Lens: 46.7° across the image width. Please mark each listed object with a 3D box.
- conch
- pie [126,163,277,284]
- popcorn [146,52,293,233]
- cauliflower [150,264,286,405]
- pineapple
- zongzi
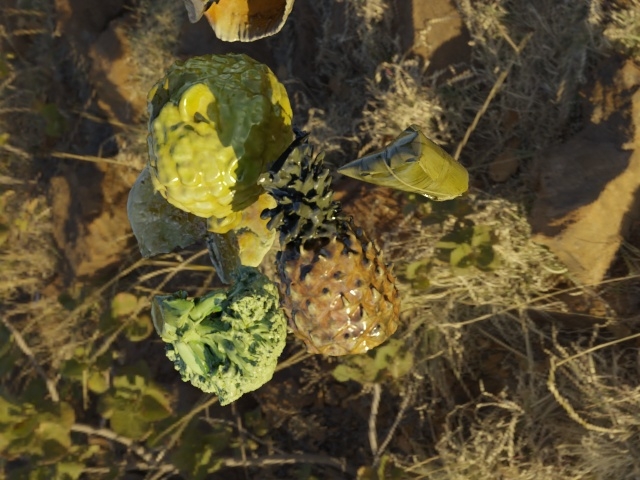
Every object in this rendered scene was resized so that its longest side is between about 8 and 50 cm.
[{"bbox_3d":[-0.133,-0.516,1.293,0.297,0.210,0.352,42,159,8],"label":"conch"},{"bbox_3d":[-0.244,-0.071,1.576,0.075,0.338,0.337,-37,61,56],"label":"pie"},{"bbox_3d":[-0.146,-0.137,1.076,0.236,0.206,0.251,-104,17,-49],"label":"popcorn"},{"bbox_3d":[-0.195,0.164,1.368,0.275,0.250,0.272,-61,32,12],"label":"cauliflower"},{"bbox_3d":[0.000,0.000,0.908,0.158,0.158,0.278,-1,118,41],"label":"pineapple"},{"bbox_3d":[0.170,-0.124,1.466,0.204,0.205,0.094,-19,57,38],"label":"zongzi"}]
